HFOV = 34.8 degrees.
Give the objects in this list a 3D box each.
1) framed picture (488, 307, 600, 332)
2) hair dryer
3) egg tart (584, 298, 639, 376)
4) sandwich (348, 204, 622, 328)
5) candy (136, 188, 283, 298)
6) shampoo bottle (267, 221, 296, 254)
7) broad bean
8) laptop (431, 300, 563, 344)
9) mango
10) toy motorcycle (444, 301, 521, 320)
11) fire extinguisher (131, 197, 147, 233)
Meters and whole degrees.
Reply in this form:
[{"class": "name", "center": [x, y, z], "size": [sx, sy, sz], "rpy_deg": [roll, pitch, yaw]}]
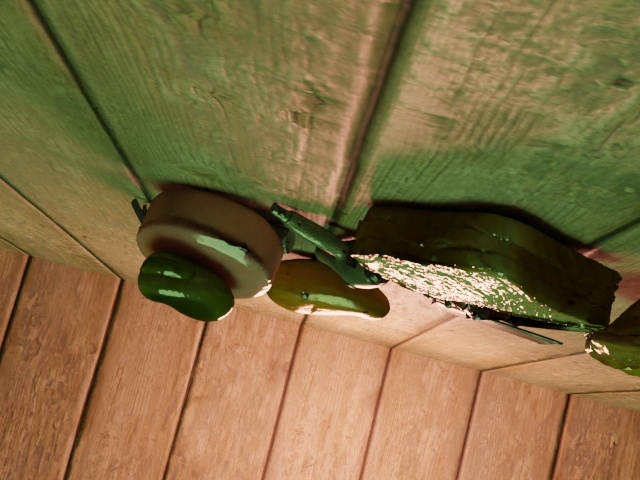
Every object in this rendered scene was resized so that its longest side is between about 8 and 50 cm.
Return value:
[{"class": "framed picture", "center": [0.375, 0.137, 2.011], "size": [0.293, 0.018, 0.231], "rpy_deg": [22, 168, -34]}, {"class": "hair dryer", "center": [0.007, 0.008, 1.703], "size": [0.225, 0.088, 0.219], "rpy_deg": [28, 173, -5]}, {"class": "egg tart", "center": [0.559, 0.153, 1.497], "size": [0.341, 0.132, 0.341], "rpy_deg": [13, 169, 3]}, {"class": "sandwich", "center": [0.214, 0.031, 1.414], "size": [0.271, 0.099, 0.301], "rpy_deg": [29, 166, -40]}, {"class": "candy", "center": [-0.180, 0.008, 1.708], "size": [0.255, 0.094, 0.255], "rpy_deg": [16, 153, 8]}, {"class": "shampoo bottle", "center": [-0.150, -0.018, 1.799], "size": [0.212, 0.049, 0.072], "rpy_deg": [11, 156, 16]}, {"class": "broad bean", "center": [-0.219, 0.074, 1.675], "size": [0.174, 0.082, 0.124], "rpy_deg": [24, 154, -33]}, {"class": "laptop", "center": [0.364, 0.173, 2.136], "size": [0.269, 0.015, 0.187], "rpy_deg": [19, 176, 4]}, {"class": "mango", "center": [0.013, 0.094, 2.046], "size": [0.262, 0.109, 0.157], "rpy_deg": [7, 159, 12]}, {"class": "toy motorcycle", "center": [0.292, 0.096, 1.718], "size": [0.213, 0.084, 0.118], "rpy_deg": [5, 168, 8]}, {"class": "fire extinguisher", "center": [-0.272, -0.001, 1.972], "size": [0.105, 0.104, 0.269], "rpy_deg": [9, 169, 28]}]
